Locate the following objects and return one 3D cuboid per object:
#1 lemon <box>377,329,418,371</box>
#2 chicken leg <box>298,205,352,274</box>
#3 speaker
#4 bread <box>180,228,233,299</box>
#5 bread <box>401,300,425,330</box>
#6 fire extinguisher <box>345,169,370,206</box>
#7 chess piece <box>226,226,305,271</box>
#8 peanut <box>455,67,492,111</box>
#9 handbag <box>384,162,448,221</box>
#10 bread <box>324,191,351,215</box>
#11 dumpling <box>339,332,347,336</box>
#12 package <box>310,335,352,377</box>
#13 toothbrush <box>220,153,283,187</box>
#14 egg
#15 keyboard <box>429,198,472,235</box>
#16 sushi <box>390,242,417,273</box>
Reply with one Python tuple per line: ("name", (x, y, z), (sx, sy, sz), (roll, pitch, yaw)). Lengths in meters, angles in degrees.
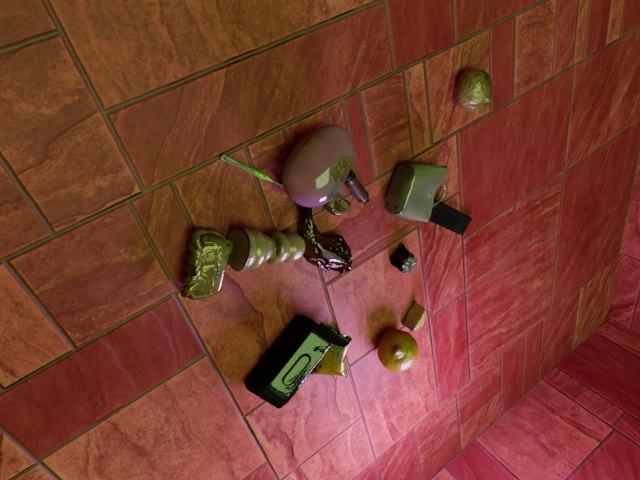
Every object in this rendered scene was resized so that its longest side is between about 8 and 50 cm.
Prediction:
("lemon", (0.347, 0.493, 2.122), (0.187, 0.187, 0.244), (-47, 164, -6))
("chicken leg", (0.000, 0.000, 1.654), (0.158, 0.096, 0.407), (-46, 130, -13))
("speaker", (-0.088, 0.452, 1.740), (0.180, 0.184, 0.388), (39, 88, -20))
("bread", (-0.348, 0.074, 1.436), (0.134, 0.081, 0.225), (5, 108, -36))
("bread", (0.429, 0.346, 2.165), (0.080, 0.084, 0.109), (-18, 124, -31))
("fire extinguisher", (0.132, -0.183, 1.683), (0.177, 0.050, 0.062), (47, 44, -43))
("chess piece", (-0.160, 0.025, 1.520), (0.260, 0.142, 0.143), (0, 114, -41))
("peanut", (0.572, -0.561, 1.767), (0.140, 0.109, 0.159), (-39, 120, -28))
("handbag", (0.404, -0.183, 1.840), (0.315, 0.109, 0.241), (4, 113, -37))
("bread", (0.048, -0.134, 1.636), (0.082, 0.060, 0.113), (-45, 130, -9))
("dumpling", (0.081, 0.409, 1.960), (0.057, 0.052, 0.076), (5, 108, -25))
("package", (0.041, 0.470, 1.915), (0.168, 0.090, 0.226), (2, 120, 5))
("toothbrush", (-0.192, -0.204, 1.440), (0.263, 0.026, 0.022), (22, 93, -42))
("egg", (-0.006, -0.231, 1.455), (0.196, 0.196, 0.271), (21, 92, -42))
("keyboard", (0.559, -0.101, 2.065), (0.309, 0.018, 0.101), (17, 104, -41))
("sushi", (0.348, 0.080, 1.962), (0.098, 0.084, 0.094), (-52, 135, 3))
